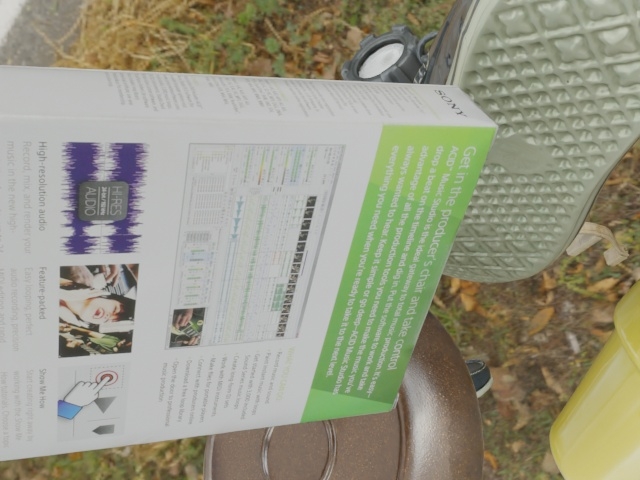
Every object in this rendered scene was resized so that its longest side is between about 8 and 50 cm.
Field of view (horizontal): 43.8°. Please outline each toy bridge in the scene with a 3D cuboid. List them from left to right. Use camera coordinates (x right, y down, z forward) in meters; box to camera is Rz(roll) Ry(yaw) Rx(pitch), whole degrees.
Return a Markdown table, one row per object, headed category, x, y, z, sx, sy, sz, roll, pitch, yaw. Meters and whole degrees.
| category | x | y | z | sx | sy | sz | roll | pitch | yaw |
| --- | --- | --- | --- | --- | --- | --- | --- | --- | --- |
| toy bridge | 0.398 | -0.002 | 1.204 | 0.063 | 0.188 | 0.026 | -44 | 41 | 46 |

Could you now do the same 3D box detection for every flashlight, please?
| category | x | y | z | sx | sy | sz | roll | pitch | yaw |
| --- | --- | --- | --- | --- | --- | --- | --- | --- | --- |
| flashlight | 0.143 | -0.121 | 0.984 | 0.103 | 0.304 | 0.103 | -15 | 46 | 30 |

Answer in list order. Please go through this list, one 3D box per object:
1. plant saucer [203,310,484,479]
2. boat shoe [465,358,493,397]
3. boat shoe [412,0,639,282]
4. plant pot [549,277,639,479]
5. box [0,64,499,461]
| category | x | y | z | sx | sy | sz | roll | pitch | yaw |
| --- | --- | --- | --- | --- | --- | --- | --- | --- | --- |
| plant saucer | -0.006 | 0.180 | 0.673 | 0.310 | 0.050 | 0.310 | -20 | 59 | 39 |
| boat shoe | 0.133 | 0.202 | 1.129 | 0.095 | 0.254 | 0.079 | 172 | 86 | -69 |
| boat shoe | 0.154 | -0.098 | 0.654 | 0.187 | 0.156 | 0.500 | 23 | 155 | 2 |
| plant pot | 0.377 | 0.179 | 0.828 | 0.254 | 0.254 | 0.239 | 52 | 121 | 28 |
| box | -0.081 | 0.020 | 0.449 | 0.058 | 0.322 | 0.232 | -116 | 32 | -48 |
